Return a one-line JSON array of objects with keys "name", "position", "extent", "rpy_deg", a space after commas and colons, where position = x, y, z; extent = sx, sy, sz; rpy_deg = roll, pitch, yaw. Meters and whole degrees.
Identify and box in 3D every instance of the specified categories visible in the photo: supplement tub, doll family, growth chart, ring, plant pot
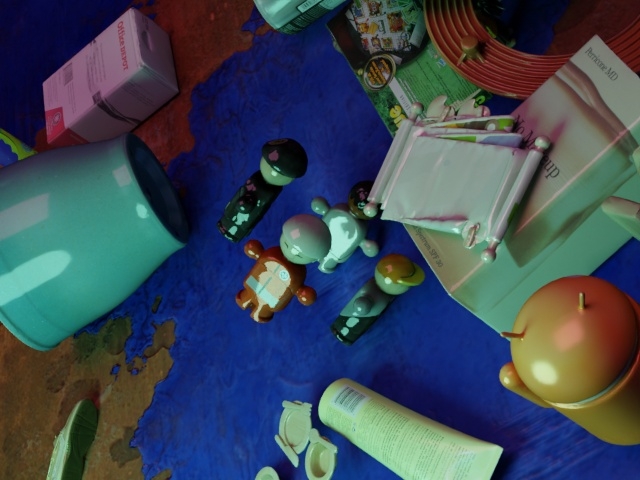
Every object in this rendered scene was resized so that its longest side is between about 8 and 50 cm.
[{"name": "supplement tub", "position": [-0.001, -0.388, 1.905], "extent": [0.190, 0.117, 0.117], "rpy_deg": [-31, 46, 26]}, {"name": "doll family", "position": [0.191, -0.297, 1.664], "extent": [0.076, 0.111, 0.193], "rpy_deg": [-33, 45, 24]}, {"name": "growth chart", "position": [0.143, -0.076, 1.438], "extent": [0.237, 0.021, 0.172], "rpy_deg": [20, 77, 52]}, {"name": "ring", "position": [0.282, -0.311, 1.559], "extent": [0.337, 0.032, 0.336], "rpy_deg": [-9, 59, 15]}, {"name": "plant pot", "position": [-0.336, -0.018, 1.890], "extent": [0.255, 0.271, 0.271], "rpy_deg": [-26, 47, 9]}]

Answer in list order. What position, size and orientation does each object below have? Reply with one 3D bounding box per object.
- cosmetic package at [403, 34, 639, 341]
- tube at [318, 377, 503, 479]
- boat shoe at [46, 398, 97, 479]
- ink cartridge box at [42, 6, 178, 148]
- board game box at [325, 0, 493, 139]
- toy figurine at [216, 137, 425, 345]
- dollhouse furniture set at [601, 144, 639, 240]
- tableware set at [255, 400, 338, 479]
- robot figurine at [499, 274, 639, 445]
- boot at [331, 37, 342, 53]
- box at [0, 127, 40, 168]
[{"name": "cosmetic package", "position": [0.251, -0.055, 1.432], "extent": [0.296, 0.129, 0.153], "rpy_deg": [-44, 40, 12]}, {"name": "tube", "position": [0.095, 0.223, 1.457], "extent": [0.062, 0.070, 0.240], "rpy_deg": [-29, 33, -30]}, {"name": "boat shoe", "position": [-0.349, 0.284, 1.841], "extent": [0.045, 0.050, 0.135], "rpy_deg": [-3, 62, 37]}, {"name": "ink cartridge box", "position": [-0.342, -0.250, 2.159], "extent": [0.218, 0.092, 0.158], "rpy_deg": [-36, 44, 23]}, {"name": "board game box", "position": [0.110, -0.237, 1.730], "extent": [0.136, 0.030, 0.259], "rpy_deg": [-38, 55, 16]}, {"name": "toy figurine", "position": [0.000, 0.000, 1.572], "extent": [0.148, 0.210, 0.213], "rpy_deg": [-53, 34, 29]}, {"name": "dollhouse furniture set", "position": [0.526, -0.090, 1.182], "extent": [0.362, 0.256, 0.394], "rpy_deg": [-57, 20, -3]}, {"name": "tableware set", "position": [-0.028, 0.273, 1.533], "extent": [0.141, 0.020, 0.168], "rpy_deg": [30, 106, 53]}, {"name": "robot figurine", "position": [0.264, 0.111, 1.240], "extent": [0.158, 0.219, 0.128], "rpy_deg": [19, 78, 49]}, {"name": "boot", "position": [0.063, -0.305, 1.848], "extent": [0.118, 0.042, 0.087], "rpy_deg": [-40, 41, 16]}, {"name": "box", "position": [-0.643, -0.098, 2.193], "extent": [0.279, 0.290, 0.177], "rpy_deg": [-6, 60, 41]}]
